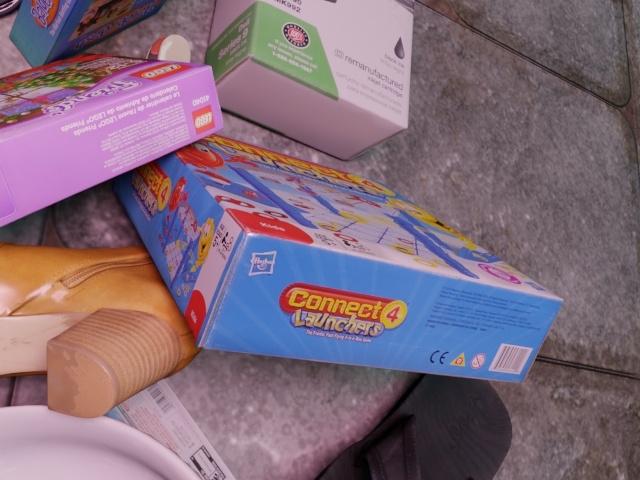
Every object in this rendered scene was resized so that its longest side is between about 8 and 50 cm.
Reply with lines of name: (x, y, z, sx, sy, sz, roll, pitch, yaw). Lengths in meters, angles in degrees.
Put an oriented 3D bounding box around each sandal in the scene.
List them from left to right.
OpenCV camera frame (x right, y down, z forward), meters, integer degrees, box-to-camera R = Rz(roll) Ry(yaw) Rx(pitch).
sandal: (0.100, 0.237, 0.645, 0.167, 0.107, 0.446, 45, 36, 3)

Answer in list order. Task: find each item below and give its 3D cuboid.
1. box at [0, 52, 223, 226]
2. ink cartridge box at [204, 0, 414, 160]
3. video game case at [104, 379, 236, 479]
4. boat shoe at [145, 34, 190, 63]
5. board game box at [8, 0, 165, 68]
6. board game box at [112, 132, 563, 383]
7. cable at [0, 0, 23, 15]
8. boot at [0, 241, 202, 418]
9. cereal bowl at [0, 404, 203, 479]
box: (-0.250, -0.074, 0.507, 0.293, 0.201, 0.057, -33, 127, -37)
ink cartridge box: (-0.005, -0.272, 0.783, 0.211, 0.121, 0.289, 17, 67, -31)
video game case: (-0.170, 0.206, 0.597, 0.143, 0.019, 0.157, -39, 101, -36)
boat shoe: (-0.169, -0.143, 0.680, 0.049, 0.043, 0.137, 19, 80, -42)
board game box: (-0.179, -0.244, 0.598, 0.047, 0.210, 0.160, 53, 54, -10)
board game box: (0.000, 0.000, 0.605, 0.308, 0.302, 0.086, 13, 107, -33)
cable: (-0.340, -0.275, 0.603, 0.184, 0.047, 0.150, -22, 85, -35)
boot: (-0.226, 0.042, 0.549, 0.211, 0.295, 0.104, -40, 145, -69)
cereal bowl: (-0.195, 0.287, 0.429, 0.339, 0.141, 0.339, -1, 59, 1)
